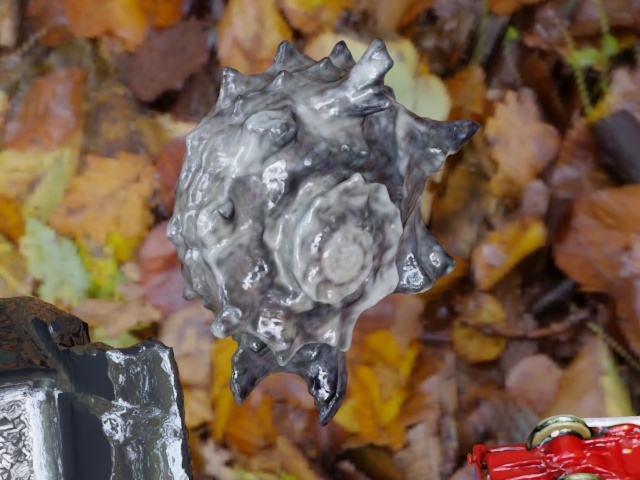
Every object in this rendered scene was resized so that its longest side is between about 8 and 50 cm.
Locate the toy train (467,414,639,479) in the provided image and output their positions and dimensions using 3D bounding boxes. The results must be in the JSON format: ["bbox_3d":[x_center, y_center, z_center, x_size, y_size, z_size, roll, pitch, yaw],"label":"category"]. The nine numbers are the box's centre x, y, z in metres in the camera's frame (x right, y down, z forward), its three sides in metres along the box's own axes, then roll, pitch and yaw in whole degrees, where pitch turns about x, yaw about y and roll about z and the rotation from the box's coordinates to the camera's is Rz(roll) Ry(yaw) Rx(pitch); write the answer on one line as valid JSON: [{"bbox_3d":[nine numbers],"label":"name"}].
[{"bbox_3d":[0.211,0.185,1.057,0.204,0.131,0.082,-6,43,-1],"label":"toy train"}]

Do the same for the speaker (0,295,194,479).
[{"bbox_3d":[-0.261,0.132,0.682,0.388,0.184,0.180,-8,93,-13],"label":"speaker"}]

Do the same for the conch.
[{"bbox_3d":[-0.012,0.002,1.023,0.186,0.240,0.313,29,140,11],"label":"conch"}]
